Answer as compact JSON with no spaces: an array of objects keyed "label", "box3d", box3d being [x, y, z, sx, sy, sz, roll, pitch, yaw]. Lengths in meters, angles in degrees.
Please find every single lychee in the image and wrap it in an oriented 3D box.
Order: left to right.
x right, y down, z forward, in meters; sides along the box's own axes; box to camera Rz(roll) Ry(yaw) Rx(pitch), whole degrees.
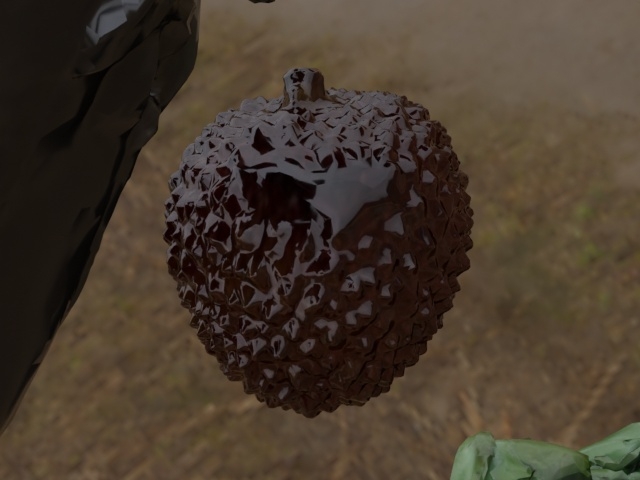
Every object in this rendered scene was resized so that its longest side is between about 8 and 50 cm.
[{"label":"lychee","box3d":[-0.003,0.001,0.751,0.123,0.123,0.129,18,92,55]}]

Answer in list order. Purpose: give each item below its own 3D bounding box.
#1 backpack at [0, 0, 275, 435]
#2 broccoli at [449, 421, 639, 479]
[{"label":"backpack","box3d":[-0.175,-0.096,0.474,0.363,0.446,0.255,15,23,-5]},{"label":"broccoli","box3d":[0.181,0.166,0.968,0.241,0.261,0.269,12,73,16]}]
